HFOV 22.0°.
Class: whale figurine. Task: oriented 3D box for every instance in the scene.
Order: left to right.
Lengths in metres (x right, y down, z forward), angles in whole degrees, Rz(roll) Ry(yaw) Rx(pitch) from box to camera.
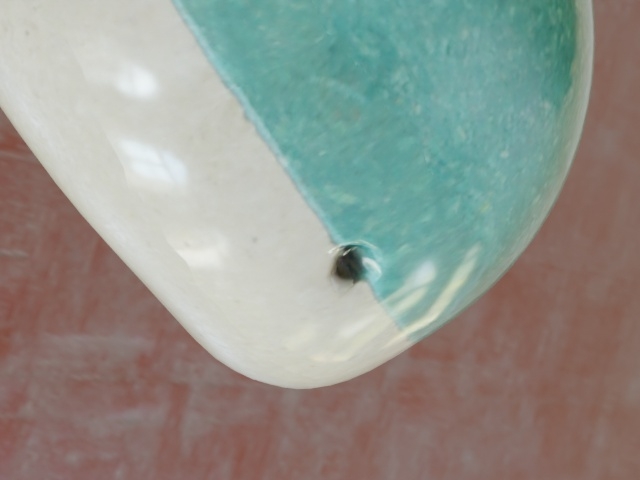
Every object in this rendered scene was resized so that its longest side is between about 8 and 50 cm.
[{"bbox_3d":[-0.022,-0.091,0.454,0.141,0.272,0.216,-31,135,5],"label":"whale figurine"}]
